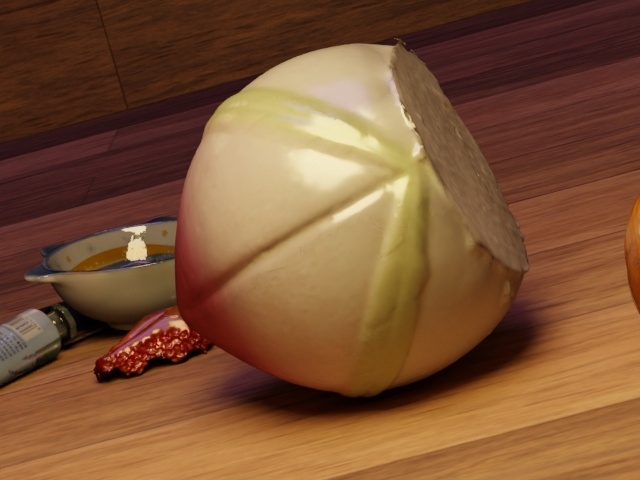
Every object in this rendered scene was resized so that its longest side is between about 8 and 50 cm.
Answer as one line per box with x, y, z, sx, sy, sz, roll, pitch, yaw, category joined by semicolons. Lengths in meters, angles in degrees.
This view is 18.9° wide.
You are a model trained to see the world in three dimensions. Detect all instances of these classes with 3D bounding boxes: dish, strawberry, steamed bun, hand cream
-0.190;0.041;2.060;0.236;0.086;0.228;-9;14;-1;dish
-0.159;0.094;1.896;0.152;0.048;0.104;-20;9;-36;strawberry
0.000;0.000;1.611;0.309;0.309;0.309;-15;12;3;steamed bun
-0.363;0.137;1.944;0.091;0.058;0.271;13;32;42;hand cream

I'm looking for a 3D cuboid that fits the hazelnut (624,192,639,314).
0.309;0.015;1.480;0.150;0.150;0.150;-15;12;3;hazelnut

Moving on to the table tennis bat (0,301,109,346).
-0.332;0.108;2.098;0.301;0.022;0.173;-23;15;-37;table tennis bat
